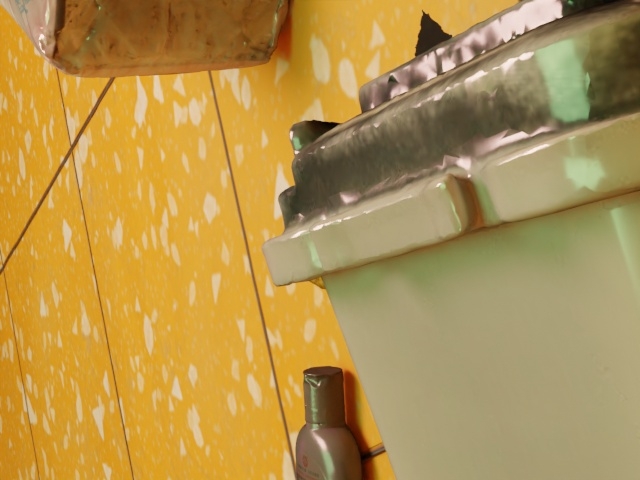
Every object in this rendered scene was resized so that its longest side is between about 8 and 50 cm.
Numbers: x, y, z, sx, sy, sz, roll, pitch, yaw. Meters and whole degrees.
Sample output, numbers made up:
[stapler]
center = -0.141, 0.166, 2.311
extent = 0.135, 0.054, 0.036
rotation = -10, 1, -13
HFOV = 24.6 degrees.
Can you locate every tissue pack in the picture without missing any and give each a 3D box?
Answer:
[tissue pack]
center = -0.162, -0.229, 1.206
extent = 0.271, 0.202, 0.124
rotation = -135, 41, -57

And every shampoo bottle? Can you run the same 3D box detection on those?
[shampoo bottle]
center = 0.007, 0.179, 1.122
extent = 0.080, 0.040, 0.165
rotation = -168, 74, -66

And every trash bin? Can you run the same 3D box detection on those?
[trash bin]
center = 0.168, 0.085, 0.511
extent = 0.296, 0.256, 0.367
rotation = -19, 86, 61

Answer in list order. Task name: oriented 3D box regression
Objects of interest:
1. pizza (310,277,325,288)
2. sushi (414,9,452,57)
[pizza]
center = -0.001, 0.001, 1.109
extent = 0.083, 0.025, 0.078
rotation = 163, 98, -67
[sushi]
center = 0.116, 0.018, 0.831
extent = 0.219, 0.047, 0.231
rotation = 51, 145, 43
